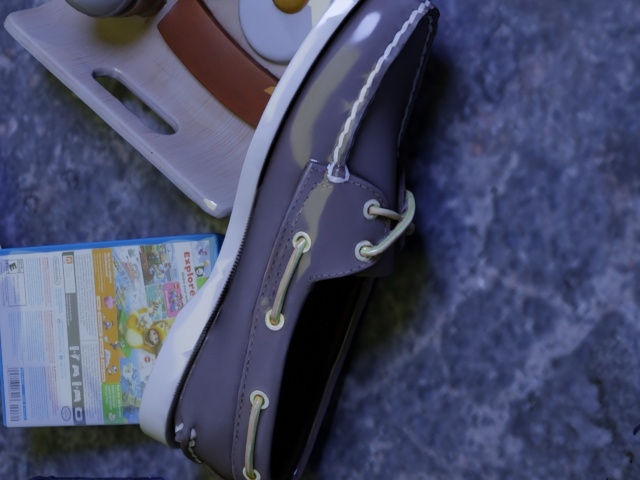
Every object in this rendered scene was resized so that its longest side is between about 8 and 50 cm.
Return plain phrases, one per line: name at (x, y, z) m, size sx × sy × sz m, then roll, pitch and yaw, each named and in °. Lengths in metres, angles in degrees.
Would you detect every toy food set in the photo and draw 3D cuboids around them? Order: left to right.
toy food set at (-0.055, -0.200, 1.094) m, size 0.220 × 0.092 × 0.306 m, roll 41°, pitch 114°, yaw 27°

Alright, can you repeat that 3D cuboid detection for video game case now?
video game case at (-0.135, 0.060, 1.186) m, size 0.166 × 0.015 × 0.119 m, roll -4°, pitch 89°, yaw 23°

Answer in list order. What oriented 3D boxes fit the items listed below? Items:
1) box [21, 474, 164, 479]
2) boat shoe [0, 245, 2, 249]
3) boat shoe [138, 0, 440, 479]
box at (-0.195, 0.232, 1.135) m, size 0.108 × 0.207 × 0.153 m, roll -5°, pitch 89°, yaw 34°
boat shoe at (-0.293, -0.070, 1.266) m, size 0.109 × 0.094 × 0.302 m, roll -35°, pitch 71°, yaw 65°
boat shoe at (0.000, 0.000, 1.055) m, size 0.097 × 0.116 × 0.324 m, roll 32°, pitch 109°, yaw 20°
